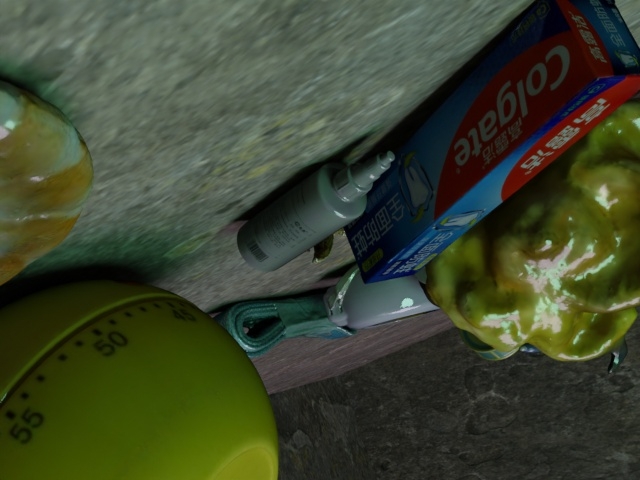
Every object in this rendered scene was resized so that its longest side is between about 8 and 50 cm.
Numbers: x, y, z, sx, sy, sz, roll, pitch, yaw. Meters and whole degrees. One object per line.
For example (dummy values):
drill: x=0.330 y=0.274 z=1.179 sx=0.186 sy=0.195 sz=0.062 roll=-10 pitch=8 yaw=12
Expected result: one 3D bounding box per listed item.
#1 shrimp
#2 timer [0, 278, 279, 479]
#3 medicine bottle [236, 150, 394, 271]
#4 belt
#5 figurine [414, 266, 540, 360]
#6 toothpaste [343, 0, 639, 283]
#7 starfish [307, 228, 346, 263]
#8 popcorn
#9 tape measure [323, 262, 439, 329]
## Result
shrimp: x=-0.213 y=-0.019 z=0.454 sx=0.185 sy=0.068 sz=0.287 roll=-14 pitch=165 yaw=-31
timer: x=-0.242 y=0.194 z=0.812 sx=0.387 sy=0.375 sz=0.376 roll=22 pitch=-172 yaw=27
medicine bottle: x=-0.001 y=-0.032 z=0.752 sx=0.058 sy=0.057 sz=0.199 roll=-8 pitch=162 yaw=-42
belt: x=-0.049 y=0.130 z=1.296 sx=0.072 sy=0.087 sz=0.302 roll=-34 pitch=161 yaw=37
figurine: x=0.216 y=0.054 z=1.146 sx=0.158 sy=0.161 sz=0.275 roll=-45 pitch=127 yaw=5
toothpaste: x=0.119 y=-0.066 z=0.674 sx=0.066 sy=0.076 sz=0.320 roll=-9 pitch=157 yaw=-31
starfish: x=-0.001 y=-0.006 z=0.905 sx=0.130 sy=0.041 sz=0.133 roll=-8 pitch=-170 yaw=-31
popcorn: x=0.250 y=0.007 z=0.864 sx=0.297 sy=0.280 sz=0.316 roll=-33 pitch=-173 yaw=-26
tape measure: x=0.112 y=0.070 z=1.273 sx=0.178 sy=0.105 sz=0.196 roll=-19 pitch=168 yaw=33
